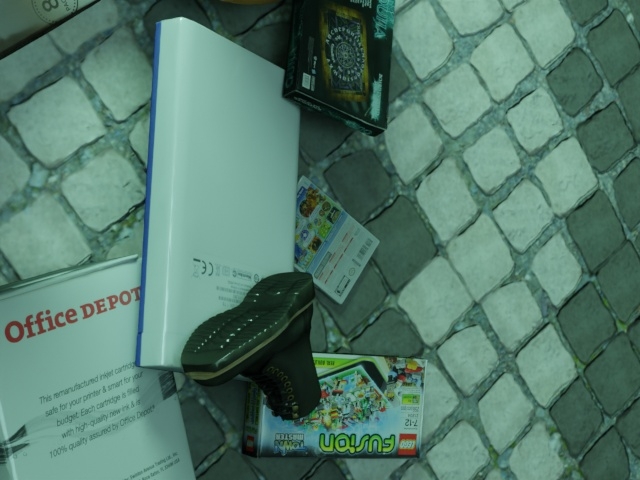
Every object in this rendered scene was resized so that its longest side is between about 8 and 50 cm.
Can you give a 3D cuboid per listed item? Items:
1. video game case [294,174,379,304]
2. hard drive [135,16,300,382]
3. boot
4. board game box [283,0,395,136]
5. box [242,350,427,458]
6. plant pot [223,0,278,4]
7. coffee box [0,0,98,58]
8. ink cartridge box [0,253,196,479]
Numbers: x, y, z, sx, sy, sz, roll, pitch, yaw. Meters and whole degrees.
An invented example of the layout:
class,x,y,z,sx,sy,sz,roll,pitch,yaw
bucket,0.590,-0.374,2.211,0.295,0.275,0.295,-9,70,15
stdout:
class,x,y,z,sx,sy,sz,roll,pitch,yaw
video game case,0.000,0.000,1.317,0.122,0.011,0.087,40,71,-24
hard drive,-0.092,-0.029,1.174,0.210,0.040,0.318,18,71,-57
boot,-0.049,0.125,1.121,0.198,0.077,0.137,-34,121,-54
board game box,0.024,-0.216,1.292,0.126,0.026,0.186,21,64,-35
box,0.019,0.177,1.311,0.207,0.036,0.114,6,87,-30
plant pot,-0.048,-0.396,1.145,0.291,0.203,0.291,11,70,-32
coffee box,-0.297,-0.261,0.851,0.168,0.119,0.297,-36,107,-25
ink cartridge box,-0.231,0.175,1.079,0.211,0.121,0.289,-18,99,-54
